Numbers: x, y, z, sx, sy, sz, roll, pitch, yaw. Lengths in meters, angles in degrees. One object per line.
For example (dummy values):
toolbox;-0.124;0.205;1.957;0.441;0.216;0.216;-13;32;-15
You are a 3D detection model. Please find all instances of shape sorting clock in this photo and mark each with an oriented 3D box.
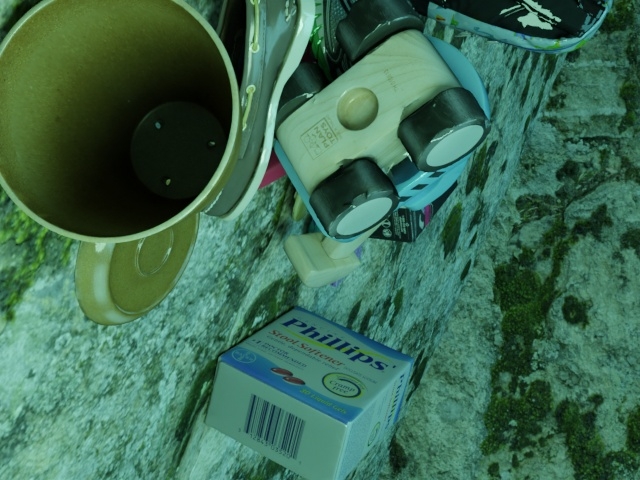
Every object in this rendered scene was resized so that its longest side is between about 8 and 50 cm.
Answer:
shape sorting clock;0.000;-0.127;1.487;0.206;0.040;0.206;-62;177;-5

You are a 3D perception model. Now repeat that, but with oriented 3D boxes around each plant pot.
plant pot;-0.179;-0.111;0.896;0.254;0.237;0.237;28;84;-85
plant pot;-0.223;0.006;1.122;0.236;0.032;0.236;-50;152;-39

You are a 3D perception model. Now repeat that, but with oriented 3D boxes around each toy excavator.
toy excavator;0.071;-0.088;1.273;0.433;0.222;0.445;-36;158;15

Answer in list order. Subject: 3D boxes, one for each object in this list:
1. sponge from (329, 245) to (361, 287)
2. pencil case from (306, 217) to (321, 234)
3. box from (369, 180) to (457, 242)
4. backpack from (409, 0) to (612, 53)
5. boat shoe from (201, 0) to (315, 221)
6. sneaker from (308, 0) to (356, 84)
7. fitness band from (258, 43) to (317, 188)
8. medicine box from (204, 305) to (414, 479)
sponge;0.055;-0.018;1.771;0.117;0.031;0.210;-46;149;-46
pencil case;0.000;0.000;1.611;0.070;0.064;0.152;-57;162;-70
box;0.158;-0.130;1.690;0.270;0.143;0.165;-48;137;-50
backpack;0.371;-0.492;1.620;0.290;0.355;0.273;-68;160;0
boat shoe;-0.107;-0.172;1.073;0.096;0.116;0.325;2;122;-37
sneaker;0.071;-0.378;1.235;0.134;0.146;0.344;0;102;-64
fitness band;-0.065;-0.189;1.292;0.291;0.054;0.209;-36;145;-53
medicine box;-0.014;0.271;1.565;0.289;0.263;0.149;-30;138;-58
